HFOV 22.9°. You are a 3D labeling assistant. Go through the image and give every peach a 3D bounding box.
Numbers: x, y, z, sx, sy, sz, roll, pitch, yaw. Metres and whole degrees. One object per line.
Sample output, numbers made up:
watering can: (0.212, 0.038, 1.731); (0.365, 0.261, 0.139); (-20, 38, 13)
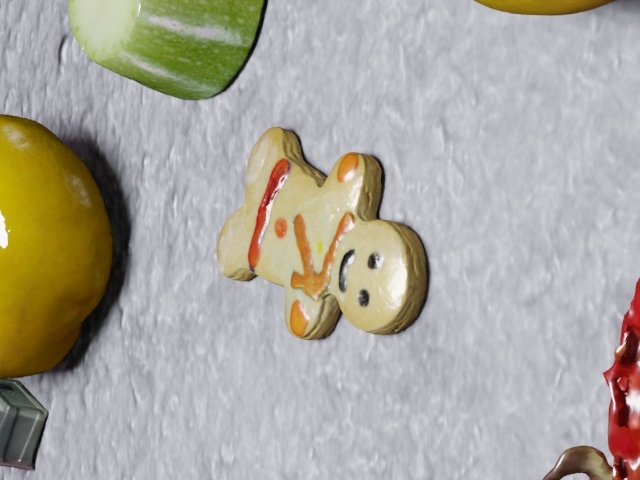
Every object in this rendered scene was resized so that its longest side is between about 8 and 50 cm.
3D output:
peach: (-0.303, 0.002, 1.469); (0.251, 0.153, 0.251); (5, 97, 45)

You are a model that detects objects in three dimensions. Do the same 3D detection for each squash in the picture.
squash: (-0.137, -0.206, 1.353); (0.170, 0.122, 0.170); (0, 89, 49)

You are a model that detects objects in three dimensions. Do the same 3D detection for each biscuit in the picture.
biscuit: (0.000, 0.000, 1.219); (0.234, 0.030, 0.153); (35, 113, 47)

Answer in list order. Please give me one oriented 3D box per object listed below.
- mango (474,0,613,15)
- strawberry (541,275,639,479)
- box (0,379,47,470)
mango: (0.164, -0.231, 0.981); (0.254, 0.139, 0.176); (-48, 38, 44)
strawberry: (0.240, 0.075, 0.725); (0.343, 0.292, 0.292); (-54, 48, 27)
box: (-0.310, 0.175, 1.537); (0.084, 0.060, 0.063); (36, 103, 47)
